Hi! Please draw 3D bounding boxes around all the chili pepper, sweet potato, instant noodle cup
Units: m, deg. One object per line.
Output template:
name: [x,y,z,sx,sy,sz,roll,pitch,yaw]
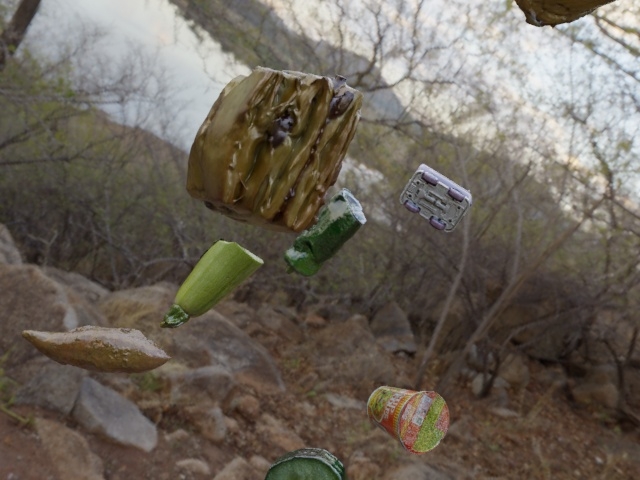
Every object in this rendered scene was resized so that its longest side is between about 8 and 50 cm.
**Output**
chili pepper: [0.000,0.000,1.797,0.099,0.270,0.136,22,31,-50]
sweet potato: [-0.290,0.139,0.895,0.205,0.060,0.068,6,40,2]
instant noodle cup: [0.251,0.527,2.089,0.193,0.193,0.212,33,-14,-25]

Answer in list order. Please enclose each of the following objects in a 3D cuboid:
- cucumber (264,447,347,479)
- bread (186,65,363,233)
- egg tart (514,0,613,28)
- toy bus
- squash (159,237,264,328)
cucumber: [-0.039,0.566,1.588,0.191,0.191,0.130,38,0,8]
bread: [-0.120,-0.183,1.261,0.191,0.314,0.370,21,3,-38]
egg tart: [0.422,-0.456,1.029,0.315,0.315,0.120,29,17,-44]
toy bus: [0.362,-0.131,2.146,0.202,0.142,0.142,33,19,4]
squash: [-0.195,0.075,1.162,0.075,0.200,0.090,53,8,32]
